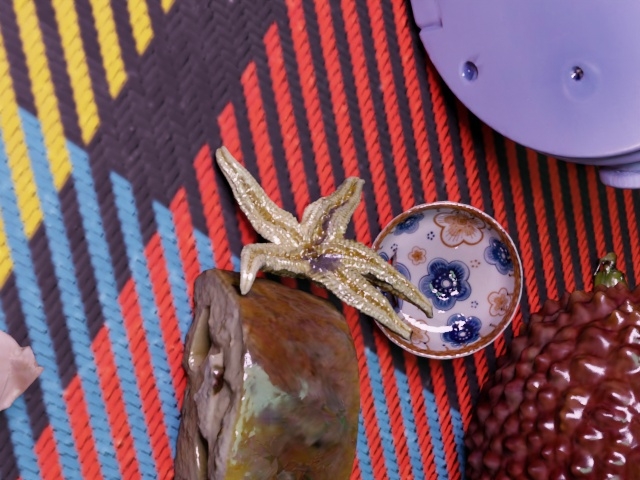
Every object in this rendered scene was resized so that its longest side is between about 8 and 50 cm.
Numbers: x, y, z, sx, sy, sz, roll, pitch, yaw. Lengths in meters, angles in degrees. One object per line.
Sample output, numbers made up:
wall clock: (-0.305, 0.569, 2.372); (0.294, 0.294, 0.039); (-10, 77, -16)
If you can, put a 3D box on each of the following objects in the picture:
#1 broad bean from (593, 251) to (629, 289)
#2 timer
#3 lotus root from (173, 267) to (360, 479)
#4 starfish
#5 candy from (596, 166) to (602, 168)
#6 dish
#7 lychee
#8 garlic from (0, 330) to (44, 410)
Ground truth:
broad bean: (0.355, 0.134, 1.100); (0.065, 0.046, 0.254); (-45, 115, -41)
timer: (0.248, -0.232, 0.818); (0.173, 0.395, 0.395); (-24, 105, -36)
lotus root: (-0.045, 0.144, 0.768); (0.119, 0.138, 0.234); (6, 93, -26)
starfish: (-0.001, 0.001, 0.802); (0.223, 0.050, 0.217); (44, 43, -1)
candy: (0.378, -0.143, 1.107); (0.305, 0.091, 0.083); (-25, 118, -44)
dish: (0.110, 0.034, 0.911); (0.141, 0.078, 0.141); (0, 92, 2)
lychee: (0.284, 0.195, 0.908); (0.306, 0.330, 0.306); (3, 74, -10)
garlic: (-0.280, 0.096, 0.619); (0.195, 0.087, 0.101); (-35, 125, -33)
